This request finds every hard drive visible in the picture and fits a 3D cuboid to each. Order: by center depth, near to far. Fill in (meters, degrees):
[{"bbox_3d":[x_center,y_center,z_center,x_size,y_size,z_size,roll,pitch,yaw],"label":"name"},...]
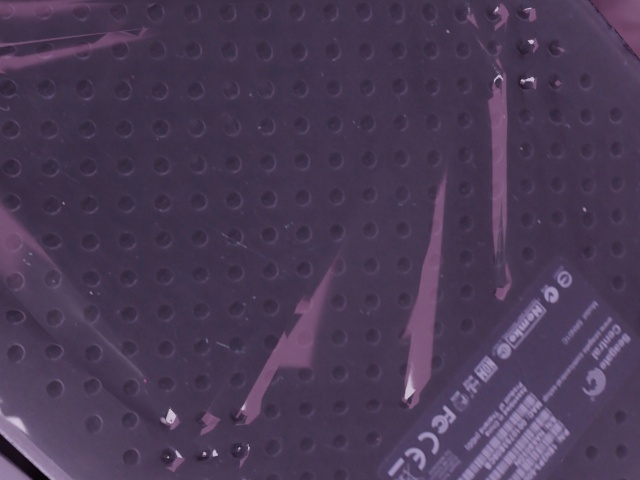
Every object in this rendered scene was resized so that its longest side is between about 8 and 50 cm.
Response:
[{"bbox_3d":[0.000,0.000,0.418,0.254,0.054,0.172,45,78,-17],"label":"hard drive"}]

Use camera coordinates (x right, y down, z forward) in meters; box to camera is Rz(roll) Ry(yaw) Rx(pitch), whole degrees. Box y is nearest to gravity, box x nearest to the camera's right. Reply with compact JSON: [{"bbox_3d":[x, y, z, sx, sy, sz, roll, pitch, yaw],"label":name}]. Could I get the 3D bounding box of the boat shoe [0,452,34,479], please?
[{"bbox_3d":[-0.041,0.148,0.403,0.258,0.084,0.095,48,42,2],"label":"boat shoe"}]
